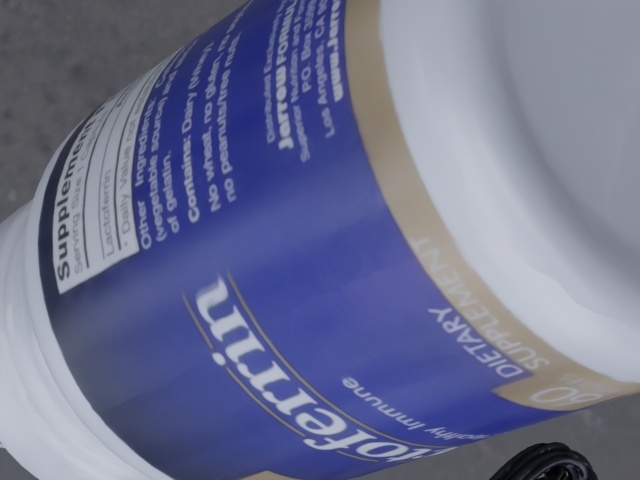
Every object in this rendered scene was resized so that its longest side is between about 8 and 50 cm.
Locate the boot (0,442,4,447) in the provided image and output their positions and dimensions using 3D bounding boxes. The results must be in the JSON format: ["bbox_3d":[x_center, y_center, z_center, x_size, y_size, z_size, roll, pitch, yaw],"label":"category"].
[{"bbox_3d":[-0.277,0.133,1.222,0.190,0.069,0.086,12,163,-18],"label":"boot"}]

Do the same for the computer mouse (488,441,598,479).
[{"bbox_3d":[0.103,0.254,0.784,0.060,0.184,0.262,7,113,67],"label":"computer mouse"}]

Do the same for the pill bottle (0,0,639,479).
[{"bbox_3d":[0.000,0.000,0.478,0.153,0.153,0.265,43,139,-20],"label":"pill bottle"}]
